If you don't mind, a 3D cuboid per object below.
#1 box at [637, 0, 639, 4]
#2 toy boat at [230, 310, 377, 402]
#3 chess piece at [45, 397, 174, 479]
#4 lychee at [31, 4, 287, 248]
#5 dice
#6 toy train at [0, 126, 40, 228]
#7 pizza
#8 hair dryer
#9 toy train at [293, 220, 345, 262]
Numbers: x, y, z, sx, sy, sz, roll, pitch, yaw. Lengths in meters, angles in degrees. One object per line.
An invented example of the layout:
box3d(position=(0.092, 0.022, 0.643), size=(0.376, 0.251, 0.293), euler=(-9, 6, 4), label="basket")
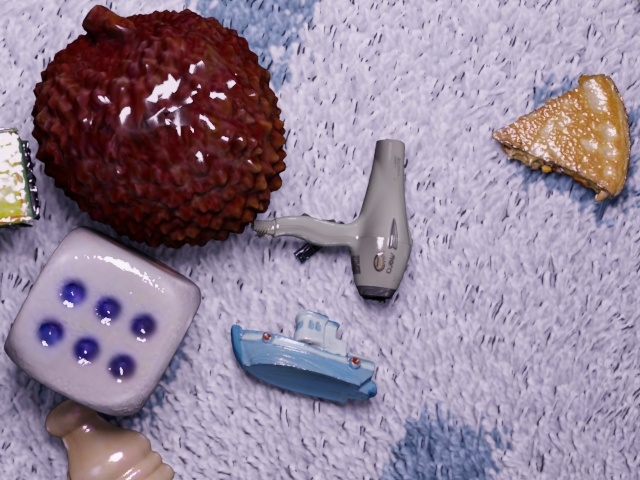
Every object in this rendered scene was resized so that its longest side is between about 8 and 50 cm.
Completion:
box3d(position=(0.596, -0.424, 1.365), size=(0.349, 0.141, 0.288), euler=(-33, 97, -5), label="box")
box3d(position=(-0.021, 0.153, 1.349), size=(0.215, 0.088, 0.102), euler=(14, 56, -7), label="toy boat")
box3d(position=(-0.251, 0.336, 1.309), size=(0.139, 0.124, 0.307), euler=(-34, 93, 26), label="chess piece")
box3d(position=(-0.196, -0.142, 1.209), size=(0.306, 0.306, 0.330), euler=(-27, 122, -6), label="lychee")
box3d(position=(-0.275, 0.102, 1.250), size=(0.193, 0.192, 0.194), euler=(31, 87, -8), label="dice")
box3d(position=(-0.444, -0.069, 1.196), size=(0.178, 0.261, 0.134), euler=(-10, 94, -20), label="toy train")
box3d(position=(0.338, -0.146, 1.387), size=(0.199, 0.062, 0.188), euler=(1, 80, -1), label="pizza")
box3d(position=(0.042, -0.054, 1.335), size=(0.225, 0.088, 0.218), euler=(30, 73, -15), label="hair dryer")
box3d(position=(0.000, 0.000, 1.367), size=(0.083, 0.017, 0.017), euler=(-37, 111, -4), label="toy train")
